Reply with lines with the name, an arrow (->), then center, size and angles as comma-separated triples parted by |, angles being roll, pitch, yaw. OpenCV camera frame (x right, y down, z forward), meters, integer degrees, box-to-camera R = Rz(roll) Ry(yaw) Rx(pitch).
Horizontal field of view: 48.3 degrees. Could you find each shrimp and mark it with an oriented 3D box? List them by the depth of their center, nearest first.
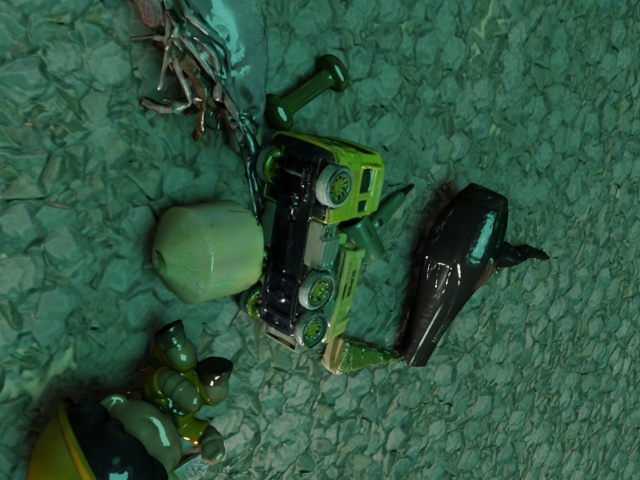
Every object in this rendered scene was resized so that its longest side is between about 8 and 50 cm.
shrimp -> -0.119, -0.182, 0.758 | 0.145, 0.116, 0.343 | -20, 106, -18

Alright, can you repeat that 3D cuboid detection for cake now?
cake -> 0.068, 0.161, 1.063 | 0.140, 0.051, 0.055 | -1, 104, -38

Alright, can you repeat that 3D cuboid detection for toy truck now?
toy truck -> 0.000, 0.000, 0.906 | 0.157, 0.124, 0.273 | -14, 120, -49

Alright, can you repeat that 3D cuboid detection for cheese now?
cheese -> -0.203, 0.320, 0.924 | 0.192, 0.037, 0.097 | -30, 122, -24

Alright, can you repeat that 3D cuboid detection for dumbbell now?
dumbbell -> -0.019, -0.183, 0.887 | 0.118, 0.046, 0.052 | -38, 119, -20

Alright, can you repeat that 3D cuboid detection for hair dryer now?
hair dryer -> 0.091, -0.037, 1.022 | 0.150, 0.047, 0.071 | -43, 125, -25
hair dryer -> 0.280, 0.062, 1.173 | 0.359, 0.120, 0.304 | 0, 114, -45

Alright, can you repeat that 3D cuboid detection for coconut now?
coconut -> -0.137, 0.014, 0.823 | 0.122, 0.116, 0.116 | -8, 110, -40

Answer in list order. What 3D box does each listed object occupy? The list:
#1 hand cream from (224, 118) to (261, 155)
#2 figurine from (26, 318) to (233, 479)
hand cream -> -0.096, -0.176, 0.846 | 0.057, 0.037, 0.165 | -15, 108, -32
figurine -> -0.212, 0.228, 0.812 | 0.257, 0.167, 0.192 | -49, 117, -41
